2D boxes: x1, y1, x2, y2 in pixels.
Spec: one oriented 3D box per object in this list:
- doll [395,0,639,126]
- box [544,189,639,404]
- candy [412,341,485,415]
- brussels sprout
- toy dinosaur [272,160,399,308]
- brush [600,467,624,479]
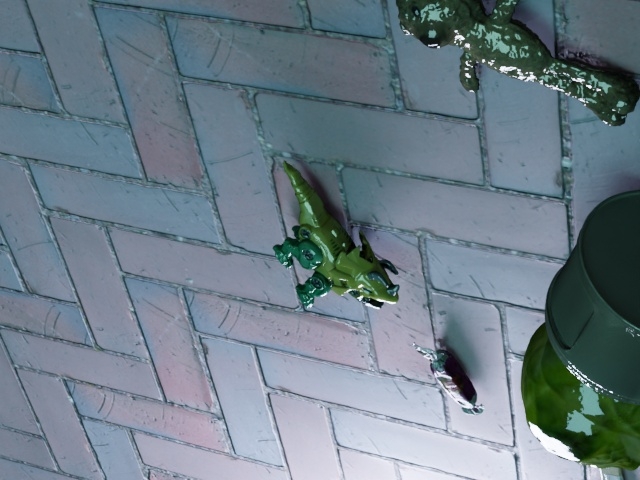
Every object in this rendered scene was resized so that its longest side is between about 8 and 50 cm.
[{"bbox_3d":[0.221,-0.218,1.780,0.286,0.091,0.202,38,154,-26],"label":"doll"},{"bbox_3d":[0.400,0.071,1.854,0.226,0.226,0.149,26,141,6],"label":"box"},{"bbox_3d":[0.196,0.205,2.284,0.045,0.043,0.175,-9,131,37],"label":"candy"},{"bbox_3d":[0.385,0.205,2.035,0.219,0.210,0.271,-30,126,24],"label":"brussels sprout"},{"bbox_3d":[0.000,0.000,2.152,0.153,0.094,0.259,-21,111,45],"label":"toy dinosaur"},{"bbox_3d":[0.442,0.359,2.309,0.085,0.020,0.337,6,135,28],"label":"brush"}]
